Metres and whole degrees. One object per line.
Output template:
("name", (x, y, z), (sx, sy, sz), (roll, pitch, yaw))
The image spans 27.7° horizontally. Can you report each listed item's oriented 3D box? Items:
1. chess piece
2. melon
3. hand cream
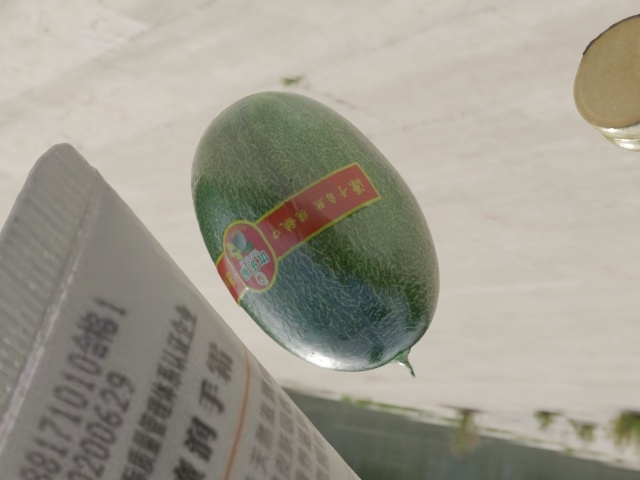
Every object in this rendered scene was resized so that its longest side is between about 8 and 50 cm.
("chess piece", (0.187, -0.058, 0.656), (0.066, 0.066, 0.122), (-5, 153, 45))
("melon", (0.000, 0.000, 1.134), (0.288, 0.182, 0.182), (52, 172, 13))
("hand cream", (-0.013, 0.121, 0.410), (0.089, 0.140, 0.314), (-9, 134, 29))
